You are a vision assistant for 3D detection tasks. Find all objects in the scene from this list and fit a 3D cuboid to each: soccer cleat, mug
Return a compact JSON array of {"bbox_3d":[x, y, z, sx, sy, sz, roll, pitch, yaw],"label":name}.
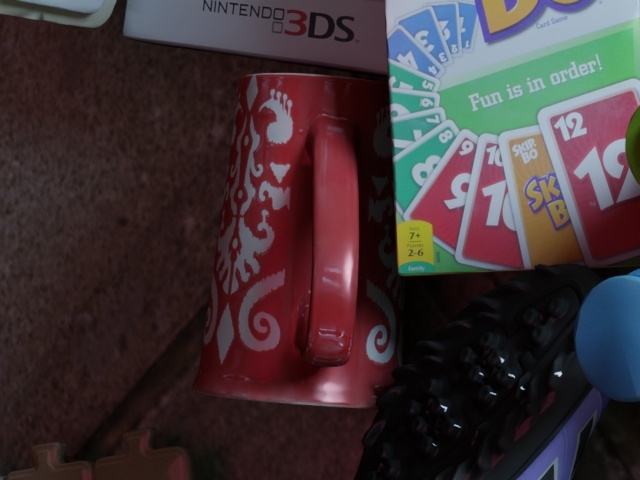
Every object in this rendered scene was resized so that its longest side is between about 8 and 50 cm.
[{"bbox_3d":[0.067,0.148,0.916,0.318,0.116,0.108,-56,28,19],"label":"soccer cleat"},{"bbox_3d":[0.007,0.001,0.962,0.150,0.113,0.169,1,85,55],"label":"mug"}]

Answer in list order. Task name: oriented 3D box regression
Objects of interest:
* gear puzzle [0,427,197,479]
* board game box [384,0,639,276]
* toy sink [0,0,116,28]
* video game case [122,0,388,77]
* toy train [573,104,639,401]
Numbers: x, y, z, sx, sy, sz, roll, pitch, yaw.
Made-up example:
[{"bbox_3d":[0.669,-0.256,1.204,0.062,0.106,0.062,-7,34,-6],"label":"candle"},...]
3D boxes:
[{"bbox_3d":[-0.112,0.204,1.111,0.339,0.044,0.175,-13,79,37],"label":"gear puzzle"},{"bbox_3d":[0.093,-0.115,0.889,0.124,0.039,0.259,-3,91,8],"label":"board game box"},{"bbox_3d":[-0.168,-0.218,1.045,0.234,0.131,0.153,-104,31,-42],"label":"toy sink"},{"bbox_3d":[0.010,-0.227,0.997,0.244,0.061,0.269,12,97,39],"label":"video game case"},{"bbox_3d":[0.183,-0.046,0.789,0.105,0.143,0.248,14,99,40],"label":"toy train"}]
